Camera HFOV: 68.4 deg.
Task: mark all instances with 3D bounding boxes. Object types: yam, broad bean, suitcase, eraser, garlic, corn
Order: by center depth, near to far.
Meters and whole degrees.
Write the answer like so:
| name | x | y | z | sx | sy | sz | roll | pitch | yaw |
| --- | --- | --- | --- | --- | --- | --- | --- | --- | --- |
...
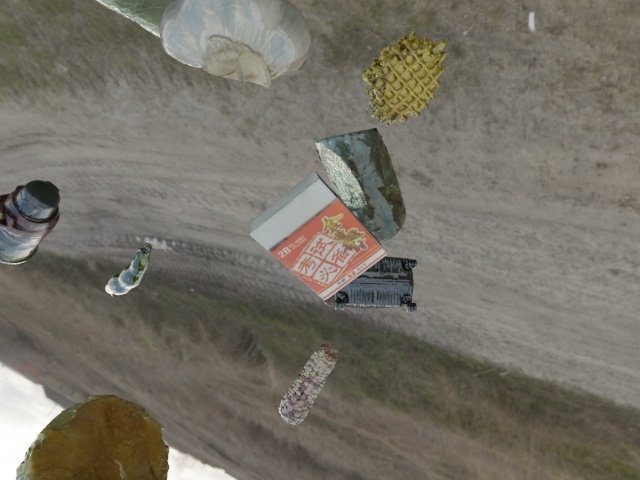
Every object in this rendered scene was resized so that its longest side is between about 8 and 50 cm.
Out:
| name | x | y | z | sx | sy | sz | roll | pitch | yaw |
| --- | --- | --- | --- | --- | --- | --- | --- | --- | --- |
| garlic | -0.128 | -0.339 | 0.713 | 0.229 | 0.178 | 0.143 | -4 | 141 | -9 |
| eraser | 0.000 | 0.000 | 0.861 | 0.230 | 0.157 | 0.038 | 45 | -166 | -35 |
| yam | 0.094 | -0.135 | 1.019 | 0.154 | 0.154 | 0.254 | -2 | 124 | 46 |
| broad bean | -0.460 | 0.087 | 1.130 | 0.297 | 0.043 | 0.060 | -32 | 92 | 42 |
| suitcase | 0.131 | 0.132 | 1.398 | 0.229 | 0.152 | 0.335 | 4 | 172 | -5 |
| corn | -0.034 | 0.441 | 1.436 | 0.092 | 0.280 | 0.092 | 30 | -168 | -7 |

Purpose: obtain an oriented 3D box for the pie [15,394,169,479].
| name | x | y | z | sx | sy | sz | roll | pitch | yaw |
| --- | --- | --- | --- | --- | --- | --- | --- | --- | --- |
| pie | -0.495 | 0.511 | 1.064 | 0.339 | 0.339 | 0.083 | 37 | 125 | -14 |

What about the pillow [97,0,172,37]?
| name | x | y | z | sx | sy | sz | roll | pitch | yaw |
| --- | --- | --- | --- | --- | --- | --- | --- | --- | --- |
| pillow | -0.513 | -0.686 | 1.222 | 0.076 | 0.281 | 0.274 | -24 | 157 | 35 |

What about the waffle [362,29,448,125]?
| name | x | y | z | sx | sy | sz | roll | pitch | yaw |
| --- | --- | --- | --- | --- | --- | --- | --- | --- | --- |
| waffle | 0.183 | -0.356 | 1.042 | 0.070 | 0.197 | 0.193 | 55 | 165 | 38 |

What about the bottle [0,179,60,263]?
| name | x | y | z | sx | sy | sz | roll | pitch | yaw |
| --- | --- | --- | --- | --- | --- | --- | --- | --- | --- |
| bottle | -0.752 | -0.054 | 1.184 | 0.143 | 0.156 | 0.271 | 45 | 125 | -15 |
